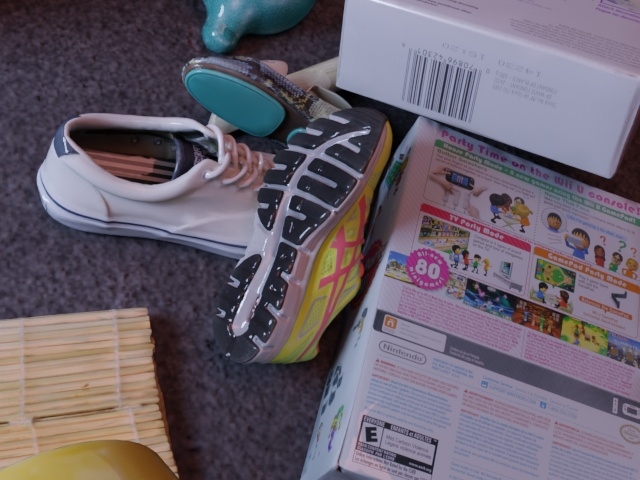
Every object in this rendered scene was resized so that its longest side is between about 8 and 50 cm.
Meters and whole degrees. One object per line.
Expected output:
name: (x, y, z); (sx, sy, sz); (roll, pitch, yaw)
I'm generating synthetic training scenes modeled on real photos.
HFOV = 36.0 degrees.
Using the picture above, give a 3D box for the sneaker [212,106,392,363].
sneaker: (0.000, 0.000, 0.735); (0.094, 0.081, 0.208); (27, 92, -48)

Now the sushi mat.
sushi mat: (-0.255, 0.126, 0.645); (0.316, 0.019, 0.151); (-4, 66, -21)

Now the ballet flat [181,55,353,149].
ballet flat: (-0.027, -0.111, 0.817); (0.188, 0.070, 0.070); (30, 55, -24)

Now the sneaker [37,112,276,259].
sneaker: (-0.081, -0.042, 0.754); (0.258, 0.091, 0.094); (2, 62, -20)

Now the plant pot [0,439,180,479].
plant pot: (-0.108, 0.247, 0.513); (0.254, 0.254, 0.239); (-18, 56, -27)

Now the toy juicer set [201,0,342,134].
toy juicer set: (-0.022, -0.252, 0.898); (0.209, 0.089, 0.329); (-1, 89, -29)

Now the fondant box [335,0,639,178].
fondant box: (0.192, -0.208, 0.858); (0.238, 0.096, 0.330); (22, 44, 17)

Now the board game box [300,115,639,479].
board game box: (0.133, 0.079, 0.762); (0.224, 0.097, 0.303); (21, 59, -7)
